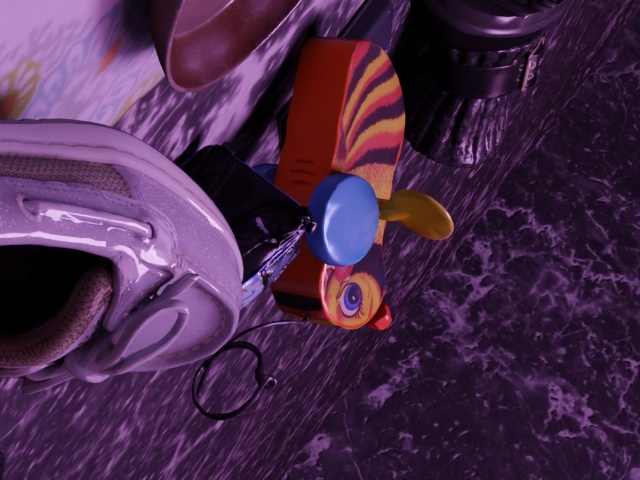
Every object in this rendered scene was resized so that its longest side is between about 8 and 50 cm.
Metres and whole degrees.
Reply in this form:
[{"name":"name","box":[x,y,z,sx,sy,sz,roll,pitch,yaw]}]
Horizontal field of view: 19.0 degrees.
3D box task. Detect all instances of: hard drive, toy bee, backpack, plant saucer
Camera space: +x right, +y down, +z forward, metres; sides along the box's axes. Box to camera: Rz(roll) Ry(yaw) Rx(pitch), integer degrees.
[{"name":"hard drive","box":[0.014,-0.134,1.596,0.135,0.022,0.094,-53,170,-12]},{"name":"toy bee","box":[0.000,0.000,1.493,0.298,0.195,0.162,-56,141,3]},{"name":"backpack","box":[-0.079,0.006,1.363,0.114,0.105,0.084,-44,166,-29]},{"name":"plant saucer","box":[-0.023,-0.140,0.831,0.168,0.029,0.168,-52,170,-13]}]

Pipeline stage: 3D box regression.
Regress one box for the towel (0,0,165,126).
[{"name":"towel","box":[-0.077,-0.179,0.795,0.320,0.090,0.374,-46,167,-31]}]

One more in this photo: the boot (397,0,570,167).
[{"name":"boot","box":[0.134,-0.174,1.727,0.260,0.131,0.348,-61,170,31]}]

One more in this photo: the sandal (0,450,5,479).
[{"name":"sandal","box":[-0.268,0.224,1.412,0.067,0.040,0.179,-50,156,-61]}]

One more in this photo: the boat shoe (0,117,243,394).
[{"name":"boat shoe","box":[-0.135,0.011,0.726,0.118,0.103,0.320,-30,153,20]}]
